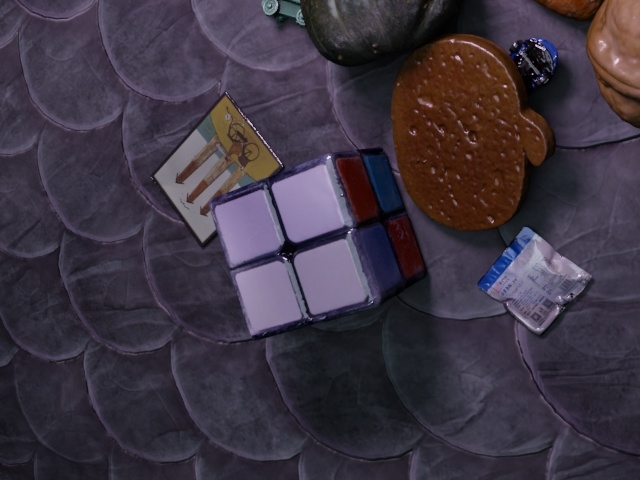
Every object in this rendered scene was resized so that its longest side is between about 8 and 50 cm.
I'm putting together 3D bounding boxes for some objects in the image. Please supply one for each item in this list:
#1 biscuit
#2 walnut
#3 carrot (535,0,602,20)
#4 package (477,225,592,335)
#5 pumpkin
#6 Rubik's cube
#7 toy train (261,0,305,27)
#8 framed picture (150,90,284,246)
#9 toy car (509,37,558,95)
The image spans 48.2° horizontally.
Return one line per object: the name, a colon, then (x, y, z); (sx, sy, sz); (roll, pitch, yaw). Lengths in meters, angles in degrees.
biscuit: (0.300, -0.209, 1.435); (0.350, 0.070, 0.395); (14, 118, 35)
walnut: (0.589, -0.330, 1.161); (0.306, 0.344, 0.306); (22, 141, 19)
carrot: (0.443, -0.510, 1.332); (0.225, 0.159, 0.159); (46, 114, 2)
package: (0.439, 0.085, 1.482); (0.173, 0.027, 0.171); (42, 116, 15)
pumpkin: (0.116, -0.501, 1.417); (0.327, 0.291, 0.257); (-21, 115, 16)
Rubik's cube: (0.000, 0.000, 1.521); (0.316, 0.318, 0.313); (-19, 90, 26)
toy train: (-0.054, -0.532, 1.608); (0.172, 0.070, 0.100); (24, 100, 22)
framed picture: (-0.266, -0.173, 1.795); (0.324, 0.013, 0.244); (-42, 78, 24)
toy car: (0.379, -0.313, 1.426); (0.216, 0.063, 0.103); (-41, 79, 33)
